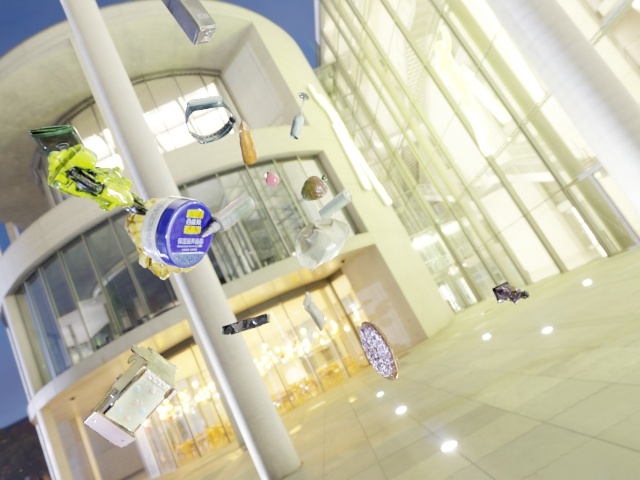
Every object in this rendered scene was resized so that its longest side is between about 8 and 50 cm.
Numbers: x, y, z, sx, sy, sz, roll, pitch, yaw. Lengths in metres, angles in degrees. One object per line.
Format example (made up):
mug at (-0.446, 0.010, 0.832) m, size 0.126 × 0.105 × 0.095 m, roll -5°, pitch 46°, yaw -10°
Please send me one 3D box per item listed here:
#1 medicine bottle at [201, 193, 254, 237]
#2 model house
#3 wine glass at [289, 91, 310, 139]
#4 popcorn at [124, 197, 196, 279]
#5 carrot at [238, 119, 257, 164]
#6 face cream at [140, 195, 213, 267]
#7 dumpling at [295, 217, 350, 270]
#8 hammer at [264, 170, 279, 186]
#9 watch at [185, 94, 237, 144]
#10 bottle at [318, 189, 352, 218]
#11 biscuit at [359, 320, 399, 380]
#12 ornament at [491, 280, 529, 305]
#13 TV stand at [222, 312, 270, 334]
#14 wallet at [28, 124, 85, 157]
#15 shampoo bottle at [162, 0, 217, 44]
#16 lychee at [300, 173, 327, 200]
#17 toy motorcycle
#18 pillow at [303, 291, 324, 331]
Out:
medicine bottle at (-0.289, -0.069, 1.321) m, size 0.199 × 0.057 × 0.057 m, roll -43°, pitch -3°, yaw -33°
model house at (-0.553, 0.449, 1.244) m, size 0.244 × 0.169 × 0.326 m, roll -53°, pitch 12°, yaw -13°
wine glass at (-0.116, -0.661, 2.312) m, size 0.074 × 0.262 × 0.074 m, roll 12°, pitch -12°, yaw 3°
popcorn at (-0.732, -0.027, 2.096) m, size 0.354 × 0.389 × 0.344 m, roll -2°, pitch 29°, yaw 18°
carrot at (-0.313, -0.424, 1.830) m, size 0.072 × 0.072 × 0.205 m, roll -23°, pitch -38°, yaw -17°
face cream at (-0.420, -0.027, 1.265) m, size 0.111 × 0.205 × 0.206 m, roll 12°, pitch 1°, yaw 22°
dumpling at (0.003, -0.003, 1.643) m, size 0.216 × 0.166 × 0.126 m, roll -48°, pitch -11°, yaw 16°
hammer at (-0.141, -0.178, 1.245) m, size 0.043 × 0.043 × 0.083 m, roll -26°, pitch 18°, yaw -5°
watch at (-0.451, -0.497, 1.773) m, size 0.207 × 0.068 × 0.192 m, roll -14°, pitch -40°, yaw -9°
bottle at (0.079, -0.190, 2.309) m, size 0.201 × 0.072 × 0.072 m, roll -37°, pitch -16°, yaw 37°
biscuit at (0.267, 0.519, 2.022) m, size 0.038 × 0.305 × 0.305 m, roll -22°, pitch -15°, yaw -20°
ornament at (0.826, 0.225, 1.813) m, size 0.081 × 0.088 × 0.203 m, roll -26°, pitch 0°, yaw -11°
TV stand at (-0.283, 0.323, 1.650) m, size 0.249 × 0.036 × 0.042 m, roll -22°, pitch -26°, yaw 34°
wallet at (-1.078, -0.405, 1.781) m, size 0.160 × 0.055 × 0.236 m, roll -16°, pitch -5°, yaw -19°
shampoo bottle at (-0.442, -0.760, 1.393) m, size 0.080 × 0.246 × 0.079 m, roll -35°, pitch -1°, yaw -39°
lychee at (-0.025, -0.238, 1.938) m, size 0.146 × 0.114 × 0.114 m, roll -42°, pitch -14°, yaw -1°
toy motorcycle at (-0.660, -0.173, 1.292) m, size 0.142 × 0.206 × 0.342 m, roll -61°, pitch -13°, yaw -6°
pillow at (-0.034, 0.393, 2.372) m, size 0.038 × 0.232 × 0.130 m, roll -20°, pitch 29°, yaw 20°
